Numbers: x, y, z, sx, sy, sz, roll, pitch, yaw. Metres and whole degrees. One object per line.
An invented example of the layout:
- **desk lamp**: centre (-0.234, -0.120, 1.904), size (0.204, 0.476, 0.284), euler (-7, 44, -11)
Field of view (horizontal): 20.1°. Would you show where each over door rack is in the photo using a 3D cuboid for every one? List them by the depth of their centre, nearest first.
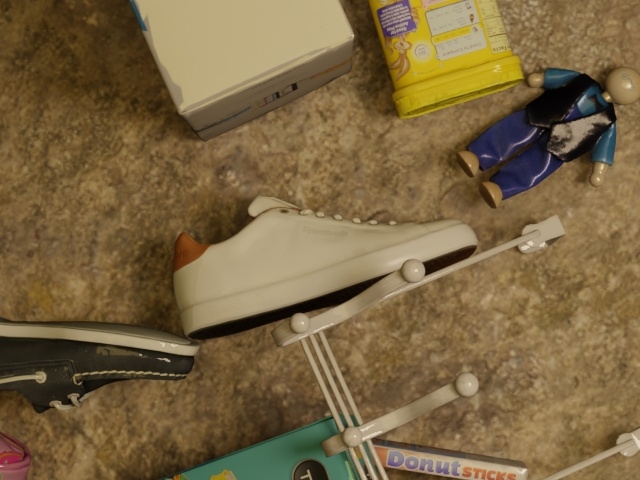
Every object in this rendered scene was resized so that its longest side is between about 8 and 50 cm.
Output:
- **over door rack**: centre (0.146, 0.124, 1.620), size (0.324, 0.108, 0.239), euler (-20, 82, -28)

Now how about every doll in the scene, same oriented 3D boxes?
- **doll**: centre (0.228, -0.103, 1.726), size (0.189, 0.046, 0.129), euler (-34, 79, -5)

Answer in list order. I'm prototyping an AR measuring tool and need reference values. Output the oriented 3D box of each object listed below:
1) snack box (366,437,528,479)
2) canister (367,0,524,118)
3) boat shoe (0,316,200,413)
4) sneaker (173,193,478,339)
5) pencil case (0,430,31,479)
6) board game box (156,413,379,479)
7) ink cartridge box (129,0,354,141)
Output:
- **snack box**: centre (0.106, 0.209, 1.718), size (0.178, 0.064, 0.022), euler (8, 91, 2)
- **canister**: centre (0.110, -0.215, 1.720), size (0.126, 0.073, 0.170), euler (-16, 87, 2)
- **boat shoe**: centre (-0.264, 0.118, 1.716), size (0.302, 0.114, 0.091), euler (5, 89, 14)
- **sneaker**: centre (0.000, 0.000, 1.705), size (0.290, 0.106, 0.123), euler (-13, 76, -5)
- **pencil case**: centre (-0.360, 0.304, 1.691), size (0.124, 0.124, 0.284), euler (18, 100, 2)
- **board game box**: centre (-0.087, 0.334, 1.664), size (0.336, 0.079, 0.253), euler (-21, 78, 13)
- **ink cartridge box**: centre (-0.077, -0.209, 1.647), size (0.168, 0.232, 0.171), euler (-25, 88, 0)
